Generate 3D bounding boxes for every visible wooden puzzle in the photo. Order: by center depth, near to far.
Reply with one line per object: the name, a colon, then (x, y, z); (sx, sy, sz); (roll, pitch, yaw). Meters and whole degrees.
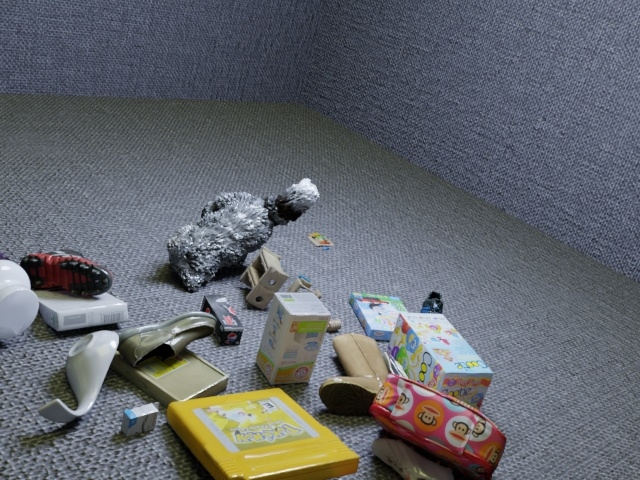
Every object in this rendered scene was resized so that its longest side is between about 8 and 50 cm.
wooden puzzle: (0.000, 0.000, 2.712); (0.078, 0.014, 0.116); (-6, 31, -41)

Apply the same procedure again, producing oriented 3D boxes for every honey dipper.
honey dipper: (-0.011, 0.243, 2.124); (0.160, 0.030, 0.030); (-6, 31, -38)

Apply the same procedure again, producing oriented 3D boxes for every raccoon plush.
raccoon plush: (-0.249, -0.044, 2.203); (0.216, 0.446, 0.299); (50, 26, -4)

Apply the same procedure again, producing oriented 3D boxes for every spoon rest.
spoon rest: (-0.502, 0.287, 1.625); (0.084, 0.137, 0.276); (55, 19, -21)

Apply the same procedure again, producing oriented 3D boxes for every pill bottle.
pill bottle: (-0.797, 0.095, 1.766); (0.323, 0.182, 0.181); (28, 26, 27)

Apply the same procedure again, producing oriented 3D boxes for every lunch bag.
lunch bag: (0.261, 0.415, 1.700); (0.293, 0.120, 0.258); (25, -16, 21)

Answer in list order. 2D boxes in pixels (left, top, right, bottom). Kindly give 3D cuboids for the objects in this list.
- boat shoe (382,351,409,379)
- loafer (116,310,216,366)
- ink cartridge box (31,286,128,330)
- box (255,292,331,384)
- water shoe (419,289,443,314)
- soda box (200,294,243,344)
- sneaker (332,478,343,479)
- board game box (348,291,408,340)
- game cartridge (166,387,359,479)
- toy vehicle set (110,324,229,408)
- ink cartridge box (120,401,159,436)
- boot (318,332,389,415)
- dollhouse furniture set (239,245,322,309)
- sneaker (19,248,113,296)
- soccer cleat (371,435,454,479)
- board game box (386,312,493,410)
boat shoe: (0.197, 0.341, 2.004); (0.043, 0.049, 0.137); (-2, 32, -16)
loafer: (-0.347, 0.235, 1.780); (0.251, 0.094, 0.087); (-13, 60, -34)
ink cartridge box: (-0.613, 0.164, 1.924); (0.181, 0.056, 0.224); (-5, 12, -40)
box: (-0.069, 0.238, 1.874); (0.114, 0.203, 0.103); (3, 26, -31)
water shoe: (0.336, 0.216, 2.342); (0.072, 0.080, 0.203); (15, 23, 0)
soda box: (-0.259, 0.206, 2.021); (0.060, 0.053, 0.169); (2, 27, -30)
sneaker: (0.108, 0.556, 1.430); (0.118, 0.107, 0.279); (21, 14, -47)
board game box: (0.189, 0.227, 2.279); (0.160, 0.039, 0.211); (8, 25, -19)
game cartridge: (-0.124, 0.402, 1.578); (0.285, 0.053, 0.323); (-1, 14, -34)
toy vehicle set: (-0.363, 0.292, 1.778); (0.266, 0.035, 0.166); (28, 25, 26)
ink cartridge box: (-0.365, 0.367, 1.585); (0.083, 0.048, 0.028); (-8, 32, -43)
boot: (0.074, 0.326, 1.927); (0.236, 0.089, 0.269); (19, 20, -23)
dollhouse furniture set: (-0.118, 0.137, 2.222); (0.183, 0.129, 0.129); (32, 14, -26)
sneaker: (-0.628, 0.078, 1.972); (0.276, 0.098, 0.135); (6, 13, 25)
soccer cleat: (0.190, 0.486, 1.652); (0.196, 0.068, 0.076); (22, 42, 22)
board game box: (0.302, 0.320, 2.001); (0.144, 0.142, 0.275); (5, 25, -23)
